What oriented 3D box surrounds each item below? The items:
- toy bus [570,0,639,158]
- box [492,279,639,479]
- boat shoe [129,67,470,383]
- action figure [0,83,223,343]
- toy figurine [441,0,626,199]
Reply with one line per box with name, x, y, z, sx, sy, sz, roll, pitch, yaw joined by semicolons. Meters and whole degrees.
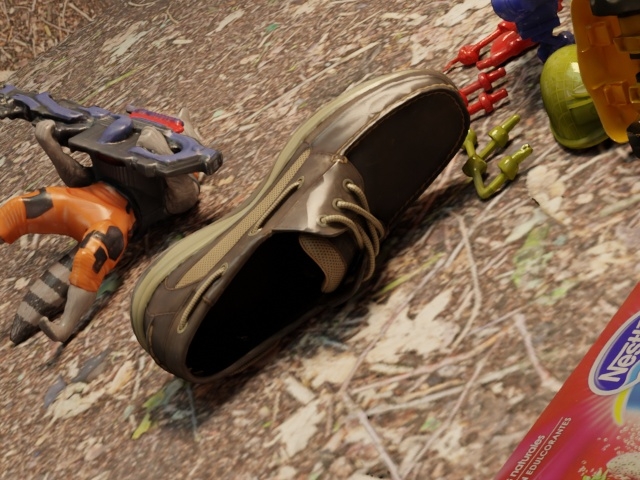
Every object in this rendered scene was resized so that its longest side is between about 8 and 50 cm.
toy bus;0.330;-0.163;0.868;0.211;0.149;0.220;-30;18;-25
box;0.194;0.100;0.541;0.122;0.128;0.257;2;42;52
boat shoe;0.000;0.000;1.000;0.355;0.132;0.130;-43;34;0
action figure;-0.280;-0.053;1.368;0.341;0.178;0.330;26;54;34
toy figurine;0.158;-0.230;1.093;0.191;0.217;0.362;-26;25;16
